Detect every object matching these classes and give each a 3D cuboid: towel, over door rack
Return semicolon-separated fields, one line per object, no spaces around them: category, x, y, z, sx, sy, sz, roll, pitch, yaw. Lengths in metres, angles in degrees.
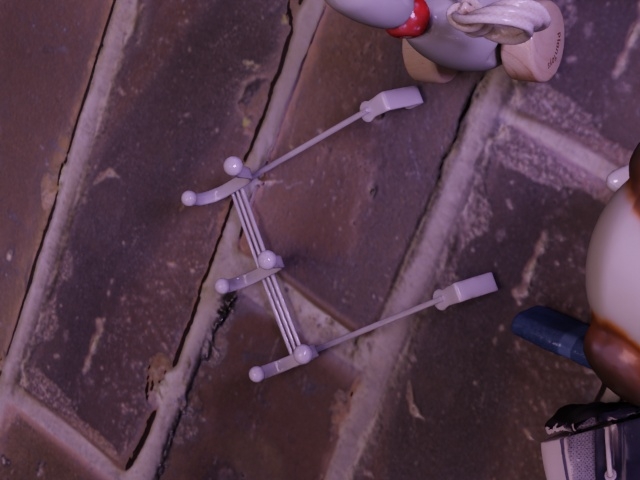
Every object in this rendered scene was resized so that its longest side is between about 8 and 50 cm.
towel;0.252;0.101;1.689;0.119;0.067;0.029;24;109;31
over door rack;0.000;0.000;1.834;0.324;0.108;0.239;-24;84;36

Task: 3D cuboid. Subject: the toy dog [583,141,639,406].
toy dog;0.374;0.000;1.369;0.395;0.408;0.284;34;115;27

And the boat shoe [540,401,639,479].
boat shoe;0.329;0.313;1.627;0.158;0.127;0.340;-20;85;44

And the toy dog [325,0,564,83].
toy dog;0.121;-0.252;1.606;0.220;0.334;0.161;6;84;11
